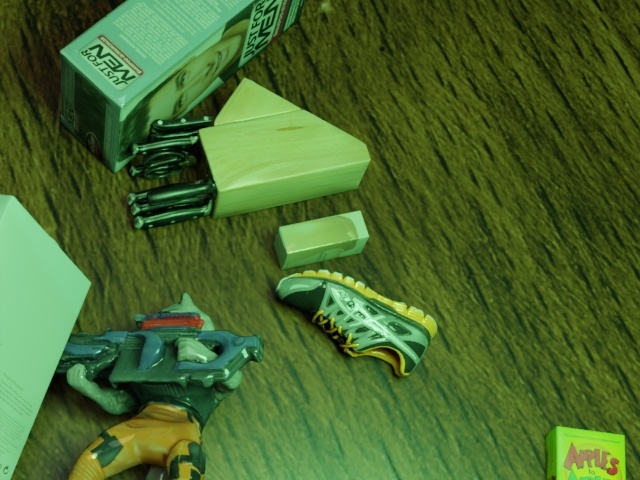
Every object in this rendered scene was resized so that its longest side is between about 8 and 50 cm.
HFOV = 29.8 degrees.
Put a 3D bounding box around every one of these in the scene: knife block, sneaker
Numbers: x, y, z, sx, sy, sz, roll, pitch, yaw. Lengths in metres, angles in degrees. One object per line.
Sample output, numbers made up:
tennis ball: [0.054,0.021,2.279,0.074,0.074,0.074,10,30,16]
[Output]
knife block: [-0.106,-0.079,1.581,0.275,0.088,0.242,29,65,2]
sneaker: [0.041,0.103,1.533,0.214,0.084,0.083,21,69,-2]

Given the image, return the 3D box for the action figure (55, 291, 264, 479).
action figure: [-0.225,0.211,1.423,0.341,0.178,0.330,4,55,23]

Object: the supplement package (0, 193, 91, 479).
supplement package: [-0.425,0.101,1.341,0.198,0.199,0.263,7,62,22]

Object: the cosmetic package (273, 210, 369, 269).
cosmetic package: [0.000,0.000,1.582,0.115,0.060,0.041,-13,69,-15]

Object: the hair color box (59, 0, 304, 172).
hair color box: [-0.173,-0.275,1.601,0.113,0.185,0.374,43,65,8]

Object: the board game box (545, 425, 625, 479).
board game box: [0.332,0.331,1.508,0.092,0.043,0.181,8,65,-7]
